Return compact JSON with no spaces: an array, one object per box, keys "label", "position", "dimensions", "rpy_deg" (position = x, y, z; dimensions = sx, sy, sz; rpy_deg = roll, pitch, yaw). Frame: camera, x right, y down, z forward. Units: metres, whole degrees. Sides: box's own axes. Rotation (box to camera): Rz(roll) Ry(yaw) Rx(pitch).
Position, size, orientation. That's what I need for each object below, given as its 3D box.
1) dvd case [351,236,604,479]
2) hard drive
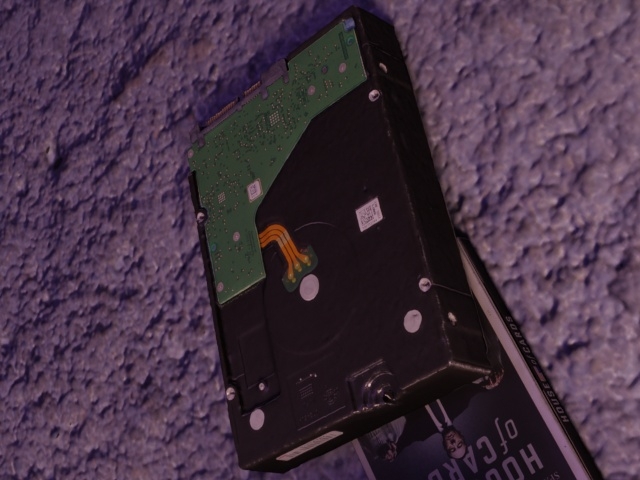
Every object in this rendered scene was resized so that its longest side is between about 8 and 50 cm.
[{"label":"dvd case","position":[0.104,0.145,0.935],"dimensions":[0.179,0.029,0.239],"rpy_deg":[-41,59,27]},{"label":"hard drive","position":[0.000,0.000,0.994],"dimensions":[0.237,0.064,0.339],"rpy_deg":[-33,58,32]}]
